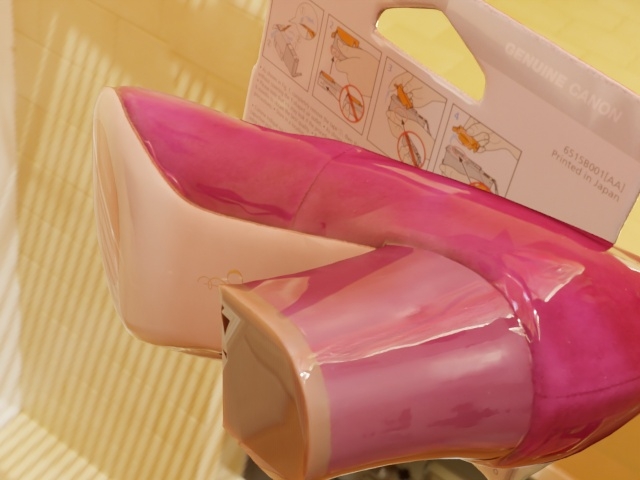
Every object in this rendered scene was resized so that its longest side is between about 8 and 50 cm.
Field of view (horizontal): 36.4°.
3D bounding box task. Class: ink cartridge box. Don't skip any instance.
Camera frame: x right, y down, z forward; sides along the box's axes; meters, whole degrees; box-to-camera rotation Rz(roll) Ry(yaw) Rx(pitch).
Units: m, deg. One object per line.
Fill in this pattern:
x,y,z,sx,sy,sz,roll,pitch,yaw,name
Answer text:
0.057,-0.037,0.550,0.060,0.275,0.239,-17,-44,-37,ink cartridge box

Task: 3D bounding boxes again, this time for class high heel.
0.000,0.000,0.481,0.181,0.377,0.127,-7,-64,-24,high heel
